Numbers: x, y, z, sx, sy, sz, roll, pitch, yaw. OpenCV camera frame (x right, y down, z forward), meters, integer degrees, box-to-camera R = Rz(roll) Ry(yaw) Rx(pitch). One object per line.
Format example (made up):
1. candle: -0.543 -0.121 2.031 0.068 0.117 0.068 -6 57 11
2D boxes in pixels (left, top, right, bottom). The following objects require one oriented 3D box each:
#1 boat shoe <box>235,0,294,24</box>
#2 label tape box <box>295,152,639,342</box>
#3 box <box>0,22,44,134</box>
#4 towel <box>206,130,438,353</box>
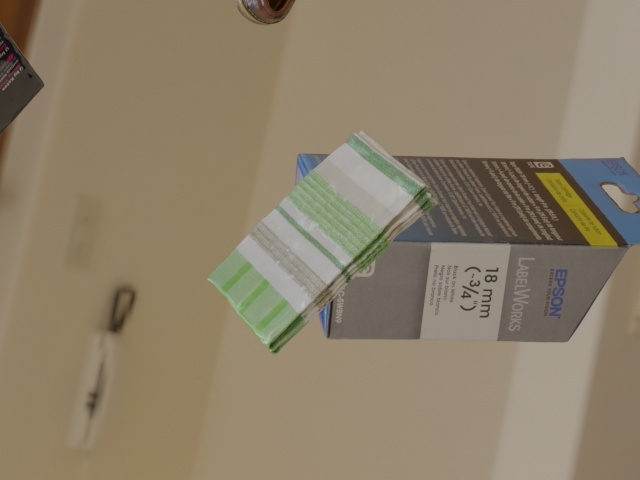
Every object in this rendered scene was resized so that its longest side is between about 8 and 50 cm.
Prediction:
1. boat shoe: -0.023 -0.270 1.426 0.064 0.178 0.060 14 -176 -19
2. label tape box: 0.154 0.003 1.565 0.334 0.106 0.240 1 -159 -9
3. box: -0.363 -0.172 1.346 0.165 0.143 0.270 36 169 20
4. towel: 0.000 0.000 1.132 0.023 0.152 0.113 46 180 -35
